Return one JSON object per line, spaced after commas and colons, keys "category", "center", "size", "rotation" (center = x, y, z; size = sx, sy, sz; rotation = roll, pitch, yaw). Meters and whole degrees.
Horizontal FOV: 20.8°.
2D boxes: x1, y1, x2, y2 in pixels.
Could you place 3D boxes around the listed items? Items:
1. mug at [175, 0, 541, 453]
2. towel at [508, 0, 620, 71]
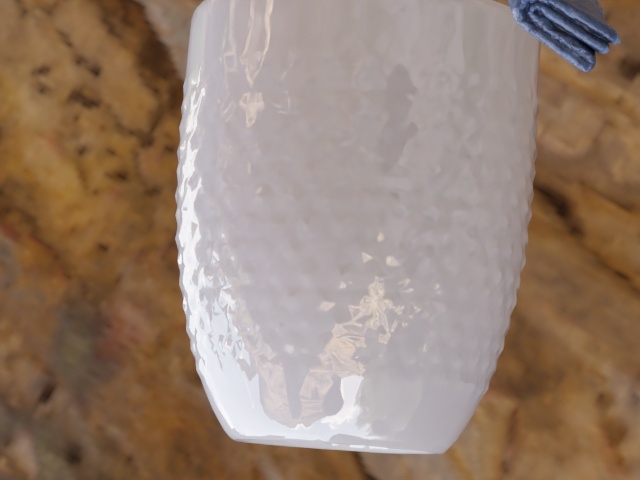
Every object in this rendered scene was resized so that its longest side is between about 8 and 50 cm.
{"category": "mug", "center": [0.000, 0.000, 1.378], "size": [0.276, 0.328, 0.374], "rotation": [9, 170, -29]}
{"category": "towel", "center": [0.137, -0.145, 1.022], "size": [0.067, 0.029, 0.119], "rotation": [32, -156, -15]}
